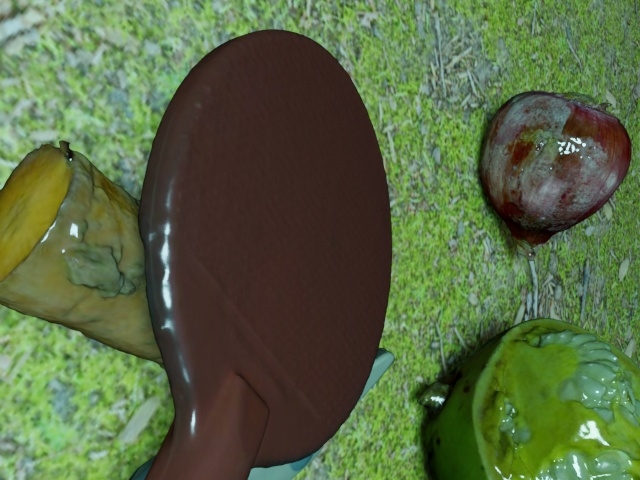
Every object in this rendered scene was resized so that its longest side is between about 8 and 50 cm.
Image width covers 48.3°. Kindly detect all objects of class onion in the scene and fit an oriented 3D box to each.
[{"bbox_3d":[0.251,-0.069,0.794,0.159,0.159,0.195,-6,115,-47],"label":"onion"}]

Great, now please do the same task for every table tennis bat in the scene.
[{"bbox_3d":[-0.031,0.038,0.452,0.268,0.051,0.415,58,39,-38],"label":"table tennis bat"}]

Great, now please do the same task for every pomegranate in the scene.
[{"bbox_3d":[0.253,0.230,0.701,0.340,0.260,0.260,41,57,-4],"label":"pomegranate"}]

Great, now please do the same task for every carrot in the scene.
[{"bbox_3d":[-0.100,0.045,0.468,0.263,0.101,0.102,44,60,-45],"label":"carrot"}]

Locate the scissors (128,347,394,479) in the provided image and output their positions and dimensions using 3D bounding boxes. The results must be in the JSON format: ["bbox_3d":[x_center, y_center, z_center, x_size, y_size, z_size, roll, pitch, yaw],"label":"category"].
[{"bbox_3d":[-0.034,0.167,0.563,0.289,0.041,0.138,-34,116,-37],"label":"scissors"}]
